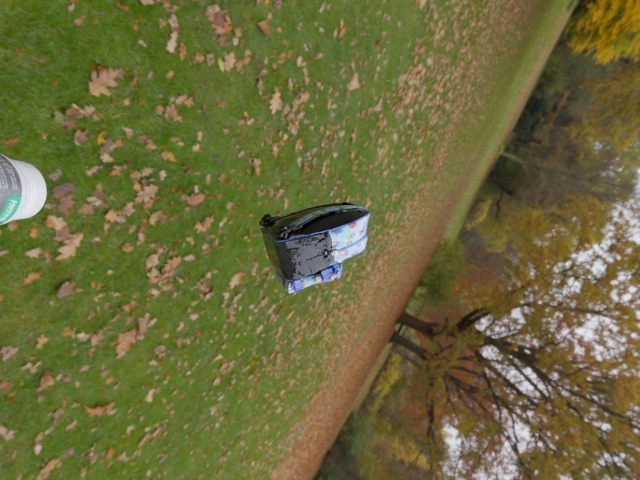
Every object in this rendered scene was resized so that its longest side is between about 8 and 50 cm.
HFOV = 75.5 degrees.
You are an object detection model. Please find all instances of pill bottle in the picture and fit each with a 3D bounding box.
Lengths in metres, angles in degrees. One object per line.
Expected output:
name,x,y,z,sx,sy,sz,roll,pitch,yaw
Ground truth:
pill bottle,-0.898,-0.133,1.040,0.204,0.204,0.361,-63,178,7

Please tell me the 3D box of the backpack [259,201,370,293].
backpack,0.000,0.000,0.699,0.173,0.158,0.117,-18,106,-17
